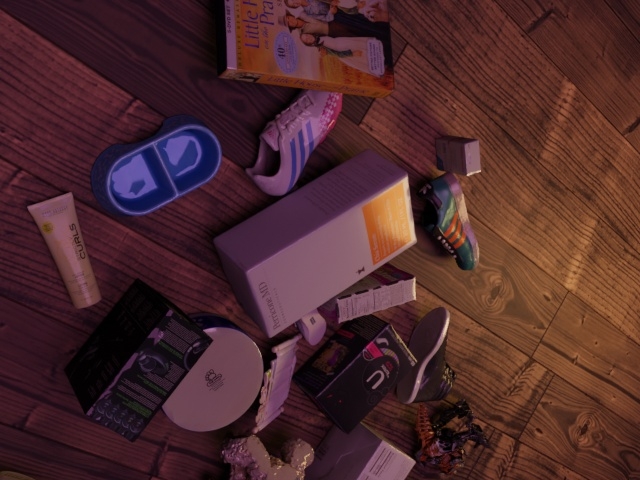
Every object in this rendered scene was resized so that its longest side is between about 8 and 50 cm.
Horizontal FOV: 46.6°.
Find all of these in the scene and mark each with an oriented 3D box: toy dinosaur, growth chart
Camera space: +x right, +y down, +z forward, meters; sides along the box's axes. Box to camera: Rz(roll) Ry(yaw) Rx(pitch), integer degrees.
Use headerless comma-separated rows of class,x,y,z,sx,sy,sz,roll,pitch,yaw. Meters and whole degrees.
toy dinosaur,0.361,0.577,2.156,0.218,0.164,0.322,-30,147,5
growth chart,-0.109,0.356,1.857,0.172,0.021,0.237,-5,111,-65

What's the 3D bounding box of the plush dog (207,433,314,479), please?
plush dog,-0.157,0.613,1.848,0.263,0.210,0.225,14,140,-35

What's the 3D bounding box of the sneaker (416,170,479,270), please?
sneaker,0.339,-0.035,2.020,0.121,0.108,0.302,-25,116,-7

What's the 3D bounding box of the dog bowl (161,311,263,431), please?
dog bowl,-0.272,0.310,1.755,0.265,0.104,0.264,-8,107,-28

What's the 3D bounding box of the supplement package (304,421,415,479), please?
supplement package,0.084,0.626,1.979,0.145,0.204,0.261,39,82,-30

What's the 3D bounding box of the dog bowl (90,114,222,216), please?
dog bowl,-0.345,-0.158,1.610,0.297,0.074,0.165,-31,116,-20

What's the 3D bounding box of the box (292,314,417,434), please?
box,0.090,0.338,1.944,0.270,0.143,0.165,-44,119,-12

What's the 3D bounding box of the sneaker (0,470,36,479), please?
sneaker,-0.611,0.644,1.634,0.148,0.131,0.350,-49,121,-15

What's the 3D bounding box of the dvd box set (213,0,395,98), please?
dvd box set,-0.031,-0.490,1.651,0.421,0.062,0.307,2,81,-29

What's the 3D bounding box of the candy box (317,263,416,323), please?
candy box,0.104,0.129,1.888,0.234,0.159,0.071,-13,108,-25

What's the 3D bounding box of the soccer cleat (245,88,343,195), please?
soccer cleat,-0.058,-0.259,1.710,0.143,0.116,0.331,24,92,-49

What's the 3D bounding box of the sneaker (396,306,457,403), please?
sneaker,0.328,0.329,2.106,0.147,0.104,0.295,13,102,-33

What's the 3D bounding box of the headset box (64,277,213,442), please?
headset box,-0.399,0.255,1.584,0.131,0.246,0.283,42,80,-30

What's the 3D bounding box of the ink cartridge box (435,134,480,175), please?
ink cartridge box,0.364,-0.225,1.963,0.052,0.122,0.088,-17,111,-24

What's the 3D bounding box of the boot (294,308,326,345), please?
boot,-0.045,0.191,1.880,0.069,0.086,0.190,-45,148,-21

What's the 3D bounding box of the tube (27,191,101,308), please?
tube,-0.530,0.025,1.565,0.070,0.062,0.240,-45,124,-60

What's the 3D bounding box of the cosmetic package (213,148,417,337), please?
cosmetic package,0.000,0.000,1.762,0.453,0.161,0.230,-32,134,-18
